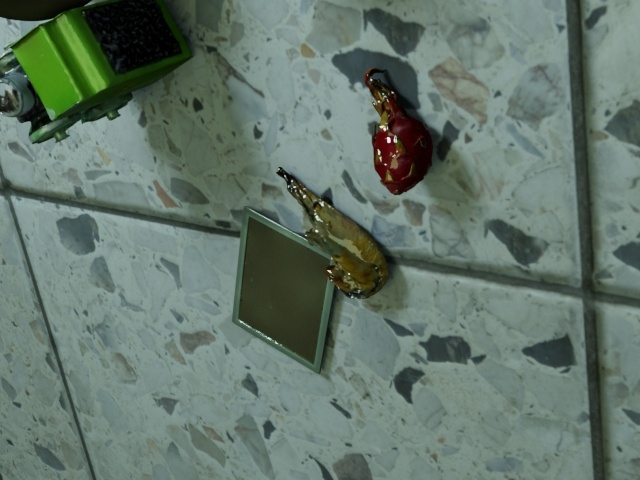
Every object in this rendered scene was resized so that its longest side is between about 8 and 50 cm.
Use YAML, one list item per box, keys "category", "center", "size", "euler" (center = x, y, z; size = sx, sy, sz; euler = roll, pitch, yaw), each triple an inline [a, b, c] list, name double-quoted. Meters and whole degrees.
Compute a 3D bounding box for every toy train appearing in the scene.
- category: "toy train"
  center: [-0.381, -0.285, 1.676]
  size: [0.249, 0.307, 0.173]
  euler: [-23, 98, 37]

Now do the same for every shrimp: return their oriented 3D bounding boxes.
- category: "shrimp"
  center: [-0.001, -0.006, 1.672]
  size: [0.262, 0.066, 0.117]
  euler: [42, 116, 14]

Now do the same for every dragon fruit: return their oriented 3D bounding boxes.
- category: "dragon fruit"
  center: [0.113, -0.162, 1.485]
  size: [0.094, 0.094, 0.190]
  euler: [-11, 90, 44]

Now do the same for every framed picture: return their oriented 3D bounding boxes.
- category: "framed picture"
  center: [-0.065, 0.089, 1.828]
  size: [0.217, 0.017, 0.274]
  euler: [29, 130, 24]

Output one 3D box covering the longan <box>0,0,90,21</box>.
- category: "longan"
  center: [-0.463, -0.521, 1.566]
  size: [0.361, 0.361, 0.361]
  euler: [20, 126, 30]
